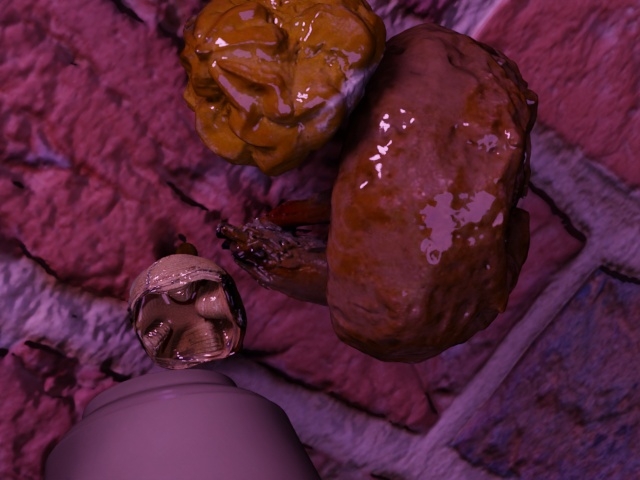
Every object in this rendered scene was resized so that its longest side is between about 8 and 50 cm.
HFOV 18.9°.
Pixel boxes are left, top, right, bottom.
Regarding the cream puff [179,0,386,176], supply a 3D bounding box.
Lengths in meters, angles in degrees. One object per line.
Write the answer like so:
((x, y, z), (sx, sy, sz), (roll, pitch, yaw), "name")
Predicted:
((-0.035, -0.115, 1.202), (0.116, 0.146, 0.146), (35, 98, -20), "cream puff")

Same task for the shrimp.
((0.000, 0.000, 1.374), (0.190, 0.042, 0.101), (6, 97, -40), "shrimp")

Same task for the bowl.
((-0.101, 0.162, 1.332), (0.211, 0.112, 0.211), (-10, 154, -5), "bowl")

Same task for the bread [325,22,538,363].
((0.079, -0.032, 1.282), (0.230, 0.123, 0.230), (12, 90, -78), "bread")

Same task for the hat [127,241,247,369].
((-0.094, 0.043, 1.317), (0.076, 0.059, 0.077), (-19, 128, -4), "hat")
